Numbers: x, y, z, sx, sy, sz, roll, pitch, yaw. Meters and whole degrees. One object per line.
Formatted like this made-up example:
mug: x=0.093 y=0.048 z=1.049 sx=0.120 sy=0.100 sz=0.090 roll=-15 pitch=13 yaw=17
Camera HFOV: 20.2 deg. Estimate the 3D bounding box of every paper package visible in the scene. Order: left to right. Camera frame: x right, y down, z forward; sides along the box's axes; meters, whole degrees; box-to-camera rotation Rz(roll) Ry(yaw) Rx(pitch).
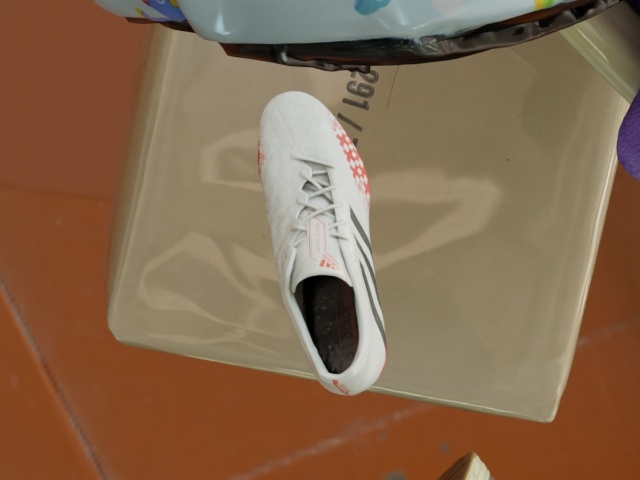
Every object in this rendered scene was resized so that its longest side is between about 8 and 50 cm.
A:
paper package: x=0.031 y=-0.075 z=1.158 sx=0.309 sy=0.168 sz=0.325 roll=12 pitch=95 yaw=-9

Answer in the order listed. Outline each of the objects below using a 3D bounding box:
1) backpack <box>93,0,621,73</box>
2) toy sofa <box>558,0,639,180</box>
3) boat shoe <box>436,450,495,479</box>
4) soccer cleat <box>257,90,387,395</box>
backpack: x=0.056 y=-0.188 z=0.634 sx=0.355 sy=0.290 sz=0.273 roll=-43 pitch=134 yaw=-28
toy sofa: x=0.267 y=-0.165 z=0.891 sx=0.362 sy=0.177 sz=0.150 roll=-16 pitch=134 yaw=45
boat shoe: x=0.096 y=0.229 z=1.225 sx=0.073 sy=0.223 sz=0.080 roll=36 pitch=120 yaw=-4
soccer cleat: x=0.000 y=0.000 z=0.474 sx=0.029 sy=0.035 sz=0.083 roll=-12 pitch=86 yaw=9
